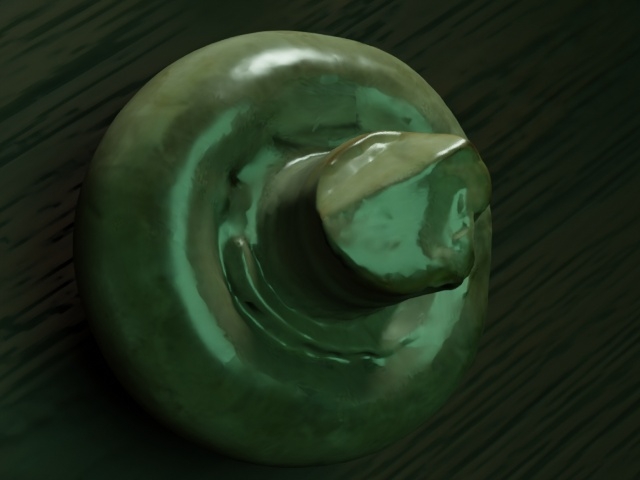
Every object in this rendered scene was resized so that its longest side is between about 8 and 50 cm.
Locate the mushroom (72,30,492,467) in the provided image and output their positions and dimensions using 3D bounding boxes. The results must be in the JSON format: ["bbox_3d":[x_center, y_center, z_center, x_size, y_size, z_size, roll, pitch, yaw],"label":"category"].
[{"bbox_3d":[0.000,0.000,0.832,0.204,0.204,0.204,5,80,-28],"label":"mushroom"}]
